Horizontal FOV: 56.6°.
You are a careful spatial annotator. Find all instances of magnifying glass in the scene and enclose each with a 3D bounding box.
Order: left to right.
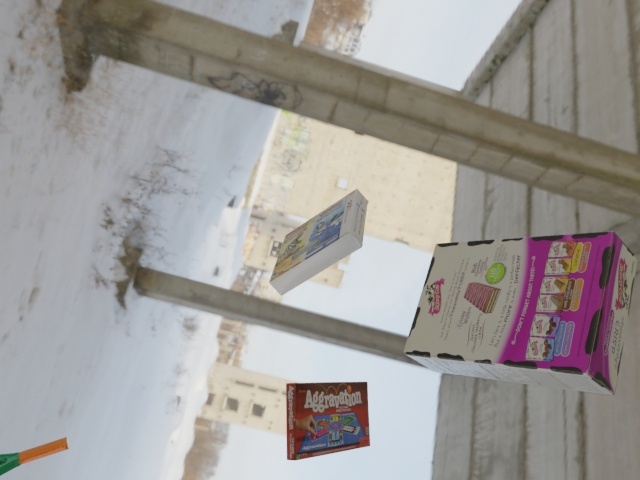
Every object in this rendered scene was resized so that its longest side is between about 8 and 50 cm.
[{"bbox_3d":[-0.624,0.441,1.181,0.092,0.231,0.026,-150,-131,-66],"label":"magnifying glass"}]

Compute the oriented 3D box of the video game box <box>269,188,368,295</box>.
[{"bbox_3d":[0.000,0.000,1.204,0.205,0.048,0.187,-32,-161,24],"label":"video game box"}]

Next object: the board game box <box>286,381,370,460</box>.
[{"bbox_3d":[0.023,0.372,1.255,0.027,0.281,0.145,-12,-107,33],"label":"board game box"}]

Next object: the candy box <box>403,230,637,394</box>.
[{"bbox_3d":[0.224,0.080,0.689,0.233,0.071,0.159,-4,-122,49],"label":"candy box"}]
